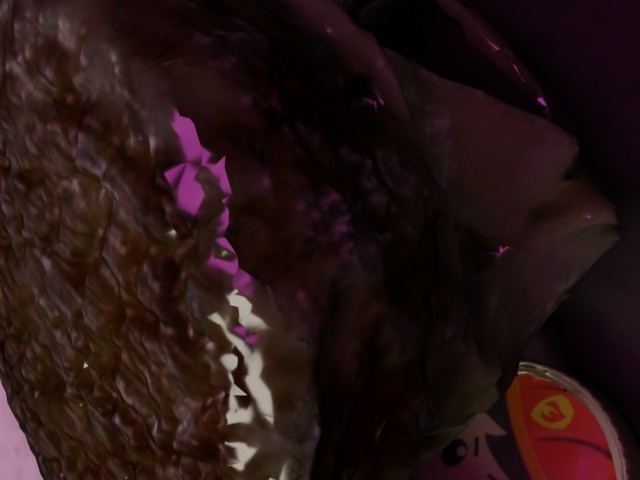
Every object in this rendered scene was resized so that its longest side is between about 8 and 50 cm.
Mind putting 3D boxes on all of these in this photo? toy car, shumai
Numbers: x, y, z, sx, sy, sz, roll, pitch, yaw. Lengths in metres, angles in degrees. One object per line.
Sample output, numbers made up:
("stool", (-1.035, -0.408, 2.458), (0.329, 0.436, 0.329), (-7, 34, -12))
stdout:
("toy car", (0.091, 0.167, 1.021), (0.235, 0.145, 0.235), (-5, 76, 22))
("shumai", (0.000, 0.000, 0.927), (0.395, 0.348, 0.395), (33, 130, 50))
